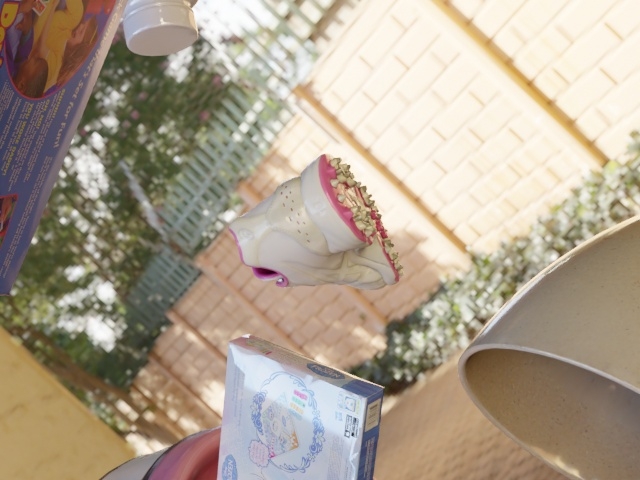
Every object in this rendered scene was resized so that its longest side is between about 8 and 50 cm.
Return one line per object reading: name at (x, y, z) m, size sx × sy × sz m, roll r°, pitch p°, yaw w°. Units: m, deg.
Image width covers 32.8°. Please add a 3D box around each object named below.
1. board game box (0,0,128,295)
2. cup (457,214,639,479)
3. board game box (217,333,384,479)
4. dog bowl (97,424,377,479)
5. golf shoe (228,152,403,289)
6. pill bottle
board game box at (-0.228, -0.129, 0.752) m, size 0.233 × 0.078 × 0.347 m, roll 8°, pitch -75°, yaw -84°
cup at (0.341, 0.112, 1.121) m, size 0.237 × 0.331 × 0.331 m, roll -57°, pitch 5°, yaw -21°
board game box at (-0.013, 0.105, 0.567) m, size 0.020 × 0.090 × 0.090 m, roll -17°, pitch -61°, yaw -52°
dog bowl at (-0.048, 0.354, 1.055) m, size 0.150 × 0.408 × 0.408 m, roll -44°, pitch 4°, yaw 32°
golf shoe at (0.000, 0.000, 1.159) m, size 0.140 × 0.115 × 0.306 m, roll -26°, pitch -21°, yaw 8°
pill bottle at (-0.167, -0.271, 1.059) m, size 0.094 × 0.169 × 0.094 m, roll -11°, pitch -13°, yaw -3°
